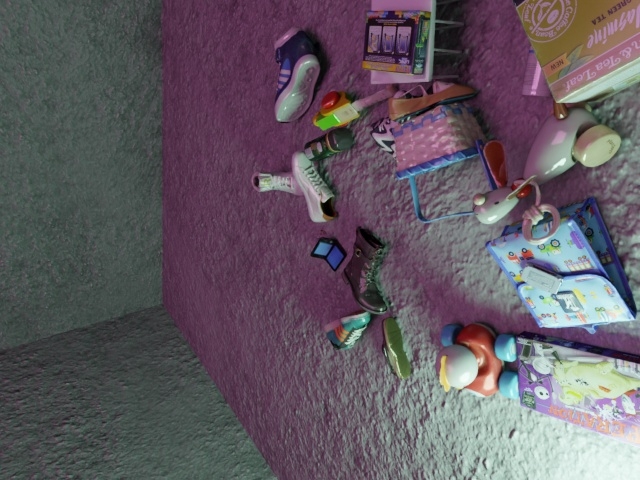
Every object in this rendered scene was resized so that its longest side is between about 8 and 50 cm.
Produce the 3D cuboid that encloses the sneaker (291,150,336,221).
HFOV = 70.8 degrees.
[{"bbox_3d":[-0.010,-0.209,1.703,0.123,0.106,0.290,-1,118,47],"label":"sneaker"}]

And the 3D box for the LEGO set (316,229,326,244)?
[{"bbox_3d":[-0.001,-0.002,1.830,0.054,0.023,0.083,19,116,48],"label":"LEGO set"}]

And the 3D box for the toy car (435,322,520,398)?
[{"bbox_3d":[0.399,0.360,1.255,0.219,0.238,0.210,1,103,53],"label":"toy car"}]

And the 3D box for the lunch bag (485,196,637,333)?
[{"bbox_3d":[0.573,0.081,1.057,0.221,0.138,0.293,-26,93,53],"label":"lunch bag"}]

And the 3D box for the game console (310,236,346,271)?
[{"bbox_3d":[0.029,0.056,1.775,0.122,0.107,0.071,121,152,-43],"label":"game console"}]

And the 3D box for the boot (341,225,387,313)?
[{"bbox_3d":[0.173,0.105,1.586,0.263,0.091,0.229,50,137,33],"label":"boot"}]

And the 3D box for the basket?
[{"bbox_3d":[0.330,-0.200,1.188,0.255,0.201,0.289,-8,95,51],"label":"basket"}]

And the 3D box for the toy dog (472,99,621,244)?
[{"bbox_3d":[0.455,-0.176,0.966,0.333,0.161,0.220,-57,32,10],"label":"toy dog"}]

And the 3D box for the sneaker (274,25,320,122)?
[{"bbox_3d":[-0.113,-0.635,1.699,0.323,0.130,0.236,-54,49,51],"label":"sneaker"}]

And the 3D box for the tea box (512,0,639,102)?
[{"bbox_3d":[0.556,-0.467,0.792,0.329,0.220,0.323,-29,79,52],"label":"tea box"}]

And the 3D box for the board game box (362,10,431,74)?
[{"bbox_3d":[0.185,-0.494,1.120,0.170,0.048,0.141,28,126,42],"label":"board game box"}]

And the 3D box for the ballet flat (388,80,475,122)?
[{"bbox_3d":[0.289,-0.378,1.178,0.080,0.232,0.073,-104,-5,-81],"label":"ballet flat"}]

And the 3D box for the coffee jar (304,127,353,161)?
[{"bbox_3d":[0.029,-0.345,1.617,0.184,0.096,0.079,-10,96,52],"label":"coffee jar"}]

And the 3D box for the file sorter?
[{"bbox_3d":[0.261,-0.560,1.181,0.193,0.173,0.277,19,117,47],"label":"file sorter"}]

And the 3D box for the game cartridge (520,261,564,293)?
[{"bbox_3d":[0.505,0.087,1.030,0.083,0.017,0.056,28,137,28],"label":"game cartridge"}]

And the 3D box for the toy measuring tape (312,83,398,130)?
[{"bbox_3d":[0.108,-0.462,1.490,0.330,0.121,0.121,-16,88,36],"label":"toy measuring tape"}]

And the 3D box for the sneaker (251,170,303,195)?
[{"bbox_3d":[-0.165,-0.233,1.847,0.292,0.169,0.108,12,109,49],"label":"sneaker"}]

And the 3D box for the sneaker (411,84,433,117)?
[{"bbox_3d":[0.280,-0.398,1.307,0.089,0.051,0.170,55,150,24],"label":"sneaker"}]

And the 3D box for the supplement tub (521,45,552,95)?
[{"bbox_3d":[0.500,-0.384,1.016,0.071,0.071,0.107,27,122,45],"label":"supplement tub"}]

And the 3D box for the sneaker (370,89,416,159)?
[{"bbox_3d":[0.203,-0.348,1.336,0.153,0.094,0.235,32,160,34],"label":"sneaker"}]

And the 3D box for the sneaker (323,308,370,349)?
[{"bbox_3d":[0.117,0.347,1.734,0.121,0.108,0.302,66,150,11],"label":"sneaker"}]

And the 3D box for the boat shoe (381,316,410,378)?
[{"bbox_3d":[0.250,0.380,1.587,0.073,0.080,0.223,-15,94,48],"label":"boat shoe"}]

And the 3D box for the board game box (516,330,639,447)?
[{"bbox_3d":[0.653,0.357,1.087,0.347,0.056,0.208,4,109,52],"label":"board game box"}]
